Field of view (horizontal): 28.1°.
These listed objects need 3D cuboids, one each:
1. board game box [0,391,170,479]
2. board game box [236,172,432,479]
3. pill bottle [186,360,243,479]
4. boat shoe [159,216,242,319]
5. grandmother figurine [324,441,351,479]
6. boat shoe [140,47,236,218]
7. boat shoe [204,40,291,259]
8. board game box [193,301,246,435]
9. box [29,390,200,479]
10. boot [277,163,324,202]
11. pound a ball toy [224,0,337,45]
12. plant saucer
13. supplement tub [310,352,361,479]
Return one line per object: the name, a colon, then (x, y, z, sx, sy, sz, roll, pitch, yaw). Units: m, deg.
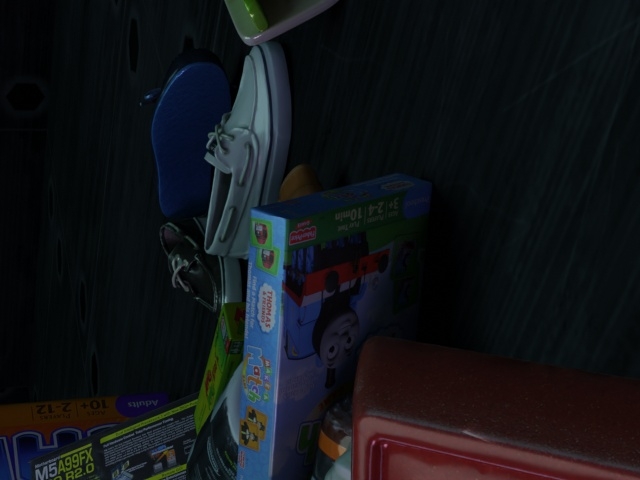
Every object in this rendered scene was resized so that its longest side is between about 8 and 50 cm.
board game box: (-0.364, 0.464, 1.721, 0.356, 0.356, 0.356, -111, 24, -47)
board game box: (0.010, 0.069, 0.900, 0.039, 0.160, 0.211, 19, 112, 36)
pill bottle: (-0.043, 0.186, 1.104, 0.246, 0.130, 0.130, 122, 143, -58)
boat shoe: (-0.142, 0.036, 1.489, 0.219, 0.070, 0.078, -129, 41, -61)
grandmother figurine: (0.060, 0.253, 0.759, 0.208, 0.104, 0.342, -53, -37, -59)
boat shoe: (-0.167, -0.134, 1.502, 0.258, 0.109, 0.089, 113, 154, -47)
boat shoe: (-0.077, -0.085, 1.275, 0.083, 0.076, 0.226, -141, 52, -66)
board game box: (-0.059, 0.129, 1.210, 0.181, 0.092, 0.043, 108, 155, -46)
box: (-0.168, 0.287, 1.319, 0.060, 0.270, 0.216, 44, -153, -53)
boot: (0.000, 0.000, 1.060, 0.197, 0.073, 0.152, 123, 146, -56)
pound a ball toy: (-0.074, -0.325, 1.101, 0.208, 0.135, 0.319, 56, -172, -43)
plant saucer: (0.107, 0.188, 0.569, 0.259, 0.047, 0.258, 7, 99, 37)
supplement tub: (0.043, 0.175, 0.865, 0.106, 0.106, 0.198, -148, 67, -69)
